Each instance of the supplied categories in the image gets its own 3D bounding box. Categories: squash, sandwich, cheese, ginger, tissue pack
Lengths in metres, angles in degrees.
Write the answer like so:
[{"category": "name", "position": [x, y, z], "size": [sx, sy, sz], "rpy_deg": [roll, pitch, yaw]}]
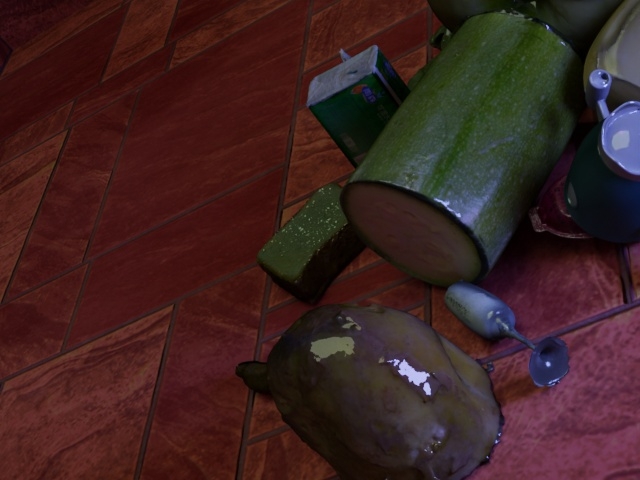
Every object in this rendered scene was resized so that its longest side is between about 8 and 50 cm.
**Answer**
[{"category": "squash", "position": [0.235, -0.144, 1.859], "size": [0.263, 0.263, 0.384], "rpy_deg": [3, 50, 49]}, {"category": "sandwich", "position": [0.000, 0.000, 2.112], "size": [0.215, 0.065, 0.186], "rpy_deg": [-45, 31, -8]}, {"category": "cheese", "position": [0.425, -0.067, 1.745], "size": [0.244, 0.062, 0.155], "rpy_deg": [-20, 39, 7]}, {"category": "cheese", "position": [0.557, -0.300, 1.749], "size": [0.259, 0.128, 0.316], "rpy_deg": [31, 74, 14]}, {"category": "ginger", "position": [0.259, -0.363, 2.276], "size": [0.137, 0.089, 0.290], "rpy_deg": [6, 57, 28]}, {"category": "tissue pack", "position": [0.095, -0.243, 2.177], "size": [0.148, 0.209, 0.156], "rpy_deg": [-24, 34, 25]}]

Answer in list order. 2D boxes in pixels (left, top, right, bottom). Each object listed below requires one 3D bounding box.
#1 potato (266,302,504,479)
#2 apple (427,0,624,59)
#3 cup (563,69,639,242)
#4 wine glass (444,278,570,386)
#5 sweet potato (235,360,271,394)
[{"category": "potato", "position": [0.066, 0.193, 1.633], "size": [0.288, 0.237, 0.301], "rpy_deg": [-25, 35, 23]}, {"category": "apple", "position": [0.394, -0.510, 1.983], "size": [0.473, 0.474, 0.474], "rpy_deg": [-28, 34, 20]}, {"category": "cup", "position": [0.426, -0.102, 1.621], "size": [0.167, 0.173, 0.300], "rpy_deg": [-15, 66, -3]}, {"category": "wine glass", "position": [0.254, 0.121, 1.689], "size": [0.074, 0.074, 0.262], "rpy_deg": [-43, 30, -5]}, {"category": "sweet potato", "position": [-0.056, 0.207, 1.922], "size": [0.233, 0.062, 0.081], "rpy_deg": [-21, 21, 35]}]
